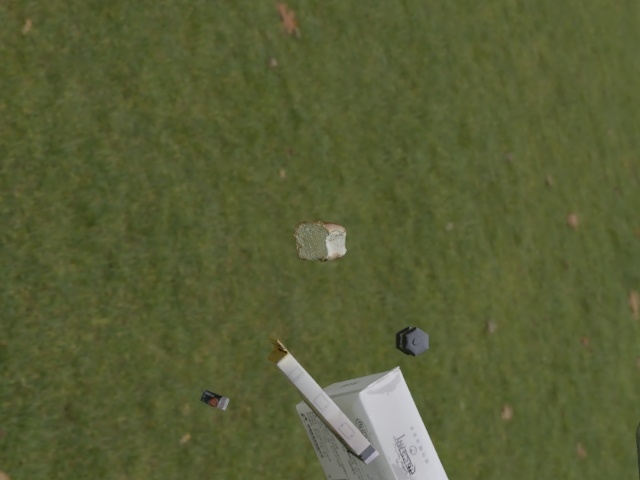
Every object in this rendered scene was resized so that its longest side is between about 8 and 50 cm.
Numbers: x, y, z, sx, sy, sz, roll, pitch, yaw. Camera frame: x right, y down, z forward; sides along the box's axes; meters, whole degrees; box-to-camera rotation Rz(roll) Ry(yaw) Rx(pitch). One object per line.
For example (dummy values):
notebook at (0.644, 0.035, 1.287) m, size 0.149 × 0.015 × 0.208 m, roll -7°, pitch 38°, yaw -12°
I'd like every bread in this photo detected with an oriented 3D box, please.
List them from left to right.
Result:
bread at (0.001, -0.002, 2.110) m, size 0.070 × 0.083 × 0.077 m, roll -19°, pitch 109°, yaw -59°

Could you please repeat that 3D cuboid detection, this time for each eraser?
eraser at (-0.206, 0.307, 2.186) m, size 0.019 × 0.099 × 0.027 m, roll 29°, pitch 79°, yaw -35°

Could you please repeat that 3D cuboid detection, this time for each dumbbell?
dumbbell at (0.123, 0.136, 1.531) m, size 0.083 × 0.036 × 0.040 m, roll 134°, pitch -42°, yaw -84°

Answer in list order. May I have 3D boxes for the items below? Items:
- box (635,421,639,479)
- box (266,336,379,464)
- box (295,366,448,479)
box at (0.660, 0.433, 1.673) m, size 0.090 × 0.373 × 0.367 m, roll 119°, pitch -24°, yaw -65°
box at (-0.008, 0.260, 1.852) m, size 0.247 × 0.033 × 0.129 m, roll 49°, pitch -9°, yaw -4°
box at (0.100, 0.390, 2.068) m, size 0.116 × 0.203 × 0.274 m, roll -25°, pitch 91°, yaw -38°
